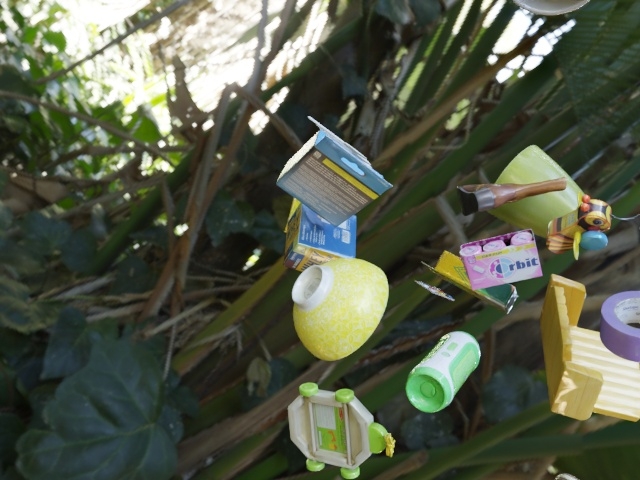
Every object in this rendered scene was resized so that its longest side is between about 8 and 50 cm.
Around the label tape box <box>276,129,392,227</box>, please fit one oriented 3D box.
[{"bbox_3d":[0.050,-0.197,1.998,0.241,0.106,0.334,35,-33,-13],"label":"label tape box"}]

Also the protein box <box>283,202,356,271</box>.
[{"bbox_3d":[0.000,0.000,2.264,0.201,0.136,0.199,17,49,-16],"label":"protein box"}]

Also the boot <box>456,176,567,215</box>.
[{"bbox_3d":[0.574,-0.156,2.083,0.264,0.280,0.096,149,-73,-85],"label":"boot"}]

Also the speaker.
[{"bbox_3d":[0.328,0.341,1.794,0.131,0.131,0.296,56,32,5],"label":"speaker"}]

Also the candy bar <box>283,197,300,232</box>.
[{"bbox_3d":[-0.094,-0.099,2.393,0.040,0.161,0.018,18,-6,-38],"label":"candy bar"}]

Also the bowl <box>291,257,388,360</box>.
[{"bbox_3d":[0.019,0.151,1.779,0.156,0.289,0.289,37,10,-29],"label":"bowl"}]

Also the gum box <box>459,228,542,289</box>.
[{"bbox_3d":[0.453,0.050,1.720,0.062,0.188,0.107,-78,150,-59],"label":"gum box"}]

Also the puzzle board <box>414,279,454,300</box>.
[{"bbox_3d":[0.388,0.168,2.317,0.096,0.011,0.128,21,6,-24],"label":"puzzle board"}]

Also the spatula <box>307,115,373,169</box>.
[{"bbox_3d":[0.067,-0.302,2.145,0.242,0.019,0.168,38,5,18],"label":"spatula"}]

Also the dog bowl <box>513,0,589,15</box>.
[{"bbox_3d":[0.735,-0.863,2.137,0.349,0.349,0.102,55,43,-46],"label":"dog bowl"}]

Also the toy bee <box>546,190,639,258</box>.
[{"bbox_3d":[0.708,-0.063,1.799,0.162,0.298,0.195,33,36,-27],"label":"toy bee"}]

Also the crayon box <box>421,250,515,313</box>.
[{"bbox_3d":[0.518,0.134,2.352,0.318,0.081,0.202,29,-2,21],"label":"crayon box"}]

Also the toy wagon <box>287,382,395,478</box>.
[{"bbox_3d":[0.064,0.560,1.986,0.068,0.344,0.267,-28,117,-58],"label":"toy wagon"}]

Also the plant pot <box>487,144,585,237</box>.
[{"bbox_3d":[0.751,-0.122,2.253,0.293,0.275,0.275,41,-6,26],"label":"plant pot"}]

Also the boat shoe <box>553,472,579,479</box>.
[{"bbox_3d":[0.625,0.682,1.601,0.257,0.095,0.095,58,-35,14],"label":"boat shoe"}]

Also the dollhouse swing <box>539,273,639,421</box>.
[{"bbox_3d":[0.837,0.328,2.028,0.315,0.305,0.347,85,12,-45],"label":"dollhouse swing"}]

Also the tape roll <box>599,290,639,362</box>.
[{"bbox_3d":[0.785,0.209,1.661,0.189,0.189,0.080,-123,-160,-57],"label":"tape roll"}]
